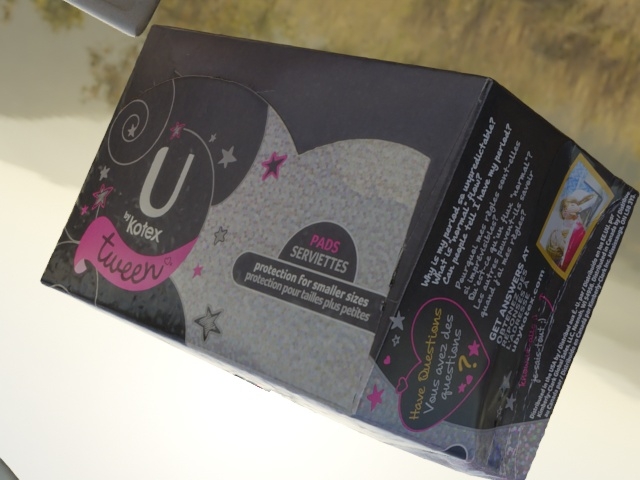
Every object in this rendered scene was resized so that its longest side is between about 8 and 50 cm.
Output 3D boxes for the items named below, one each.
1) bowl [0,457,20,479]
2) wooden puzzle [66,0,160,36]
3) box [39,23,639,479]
[{"bbox_3d":[-0.239,0.190,0.522,0.298,0.297,0.134,21,136,-38],"label":"bowl"},{"bbox_3d":[-0.142,-0.186,0.541,0.221,0.044,0.238,27,149,-10],"label":"wooden puzzle"},{"bbox_3d":[0.000,0.000,0.693,0.247,0.163,0.142,17,172,46],"label":"box"}]
